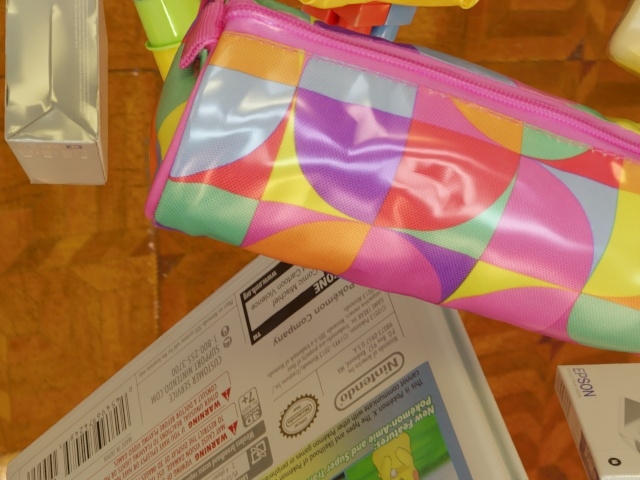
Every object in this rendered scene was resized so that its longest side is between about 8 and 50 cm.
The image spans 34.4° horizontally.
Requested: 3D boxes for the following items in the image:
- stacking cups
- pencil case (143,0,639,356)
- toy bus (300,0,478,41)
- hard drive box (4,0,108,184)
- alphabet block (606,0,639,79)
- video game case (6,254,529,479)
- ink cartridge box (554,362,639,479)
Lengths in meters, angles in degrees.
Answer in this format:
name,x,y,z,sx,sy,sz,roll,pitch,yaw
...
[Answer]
name,x,y,z,sx,sy,sz,roll,pitch,yaw
stacking cups,-0.192,-0.328,1.211,0.096,0.096,0.316,-29,122,-21
pencil case,0.054,-0.026,0.398,0.236,0.104,0.105,13,99,-11
toy bus,0.024,-0.224,0.711,0.220,0.149,0.212,-9,134,-42
hard drive box,-0.270,-0.165,1.083,0.089,0.232,0.181,0,82,-9
alphabet block,0.260,-0.107,0.408,0.193,0.192,0.197,4,116,-59
video game case,-0.045,0.162,0.526,0.329,0.300,0.036,-39,134,22
ink cartridge box,0.404,0.215,1.195,0.223,0.223,0.045,-2,116,-1
